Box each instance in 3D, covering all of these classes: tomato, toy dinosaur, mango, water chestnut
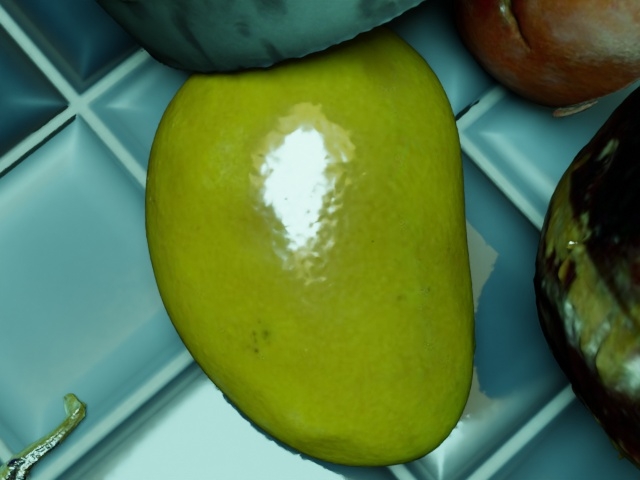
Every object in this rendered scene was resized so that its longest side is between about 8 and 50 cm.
[{"bbox_3d":[0.145,-0.185,0.585,0.085,0.225,0.225,23,76,-20],"label":"tomato"},{"bbox_3d":[-0.193,0.161,0.592,0.058,0.037,0.180,21,76,9],"label":"toy dinosaur"},{"bbox_3d":[-0.007,-0.002,0.584,0.175,0.139,0.254,-5,83,5],"label":"mango"},{"bbox_3d":[0.243,0.044,0.540,0.300,0.300,0.300,0,76,-1],"label":"water chestnut"}]

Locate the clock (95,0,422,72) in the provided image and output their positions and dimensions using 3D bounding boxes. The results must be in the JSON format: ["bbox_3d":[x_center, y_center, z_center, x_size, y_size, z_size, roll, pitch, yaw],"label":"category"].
[{"bbox_3d":[0.009,-0.221,0.573,0.325,0.067,0.325,-23,39,20],"label":"clock"}]
